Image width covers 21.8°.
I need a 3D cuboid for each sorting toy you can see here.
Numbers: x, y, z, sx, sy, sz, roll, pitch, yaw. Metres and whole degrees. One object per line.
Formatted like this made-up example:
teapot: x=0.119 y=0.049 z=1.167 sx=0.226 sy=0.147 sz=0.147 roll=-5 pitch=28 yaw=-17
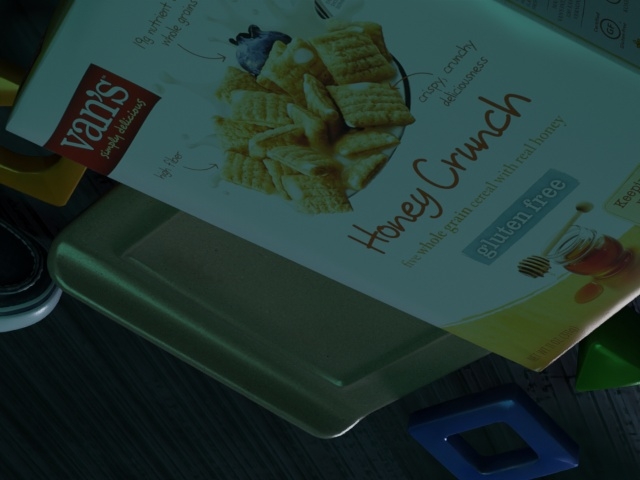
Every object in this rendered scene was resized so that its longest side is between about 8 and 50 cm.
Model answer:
sorting toy: x=0.000 y=0.000 z=0.739 sx=0.348 sy=0.047 sz=0.196 roll=32 pitch=136 yaw=-23

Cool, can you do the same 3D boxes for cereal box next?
cereal box: x=0.025 y=-0.048 z=0.597 sx=0.240 sy=0.047 sz=0.173 roll=24 pitch=143 yaw=-14

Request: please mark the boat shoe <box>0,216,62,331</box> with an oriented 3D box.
boat shoe: x=-0.205 y=-0.017 z=0.768 sx=0.183 sy=0.065 sz=0.083 roll=19 pitch=145 yaw=-4
